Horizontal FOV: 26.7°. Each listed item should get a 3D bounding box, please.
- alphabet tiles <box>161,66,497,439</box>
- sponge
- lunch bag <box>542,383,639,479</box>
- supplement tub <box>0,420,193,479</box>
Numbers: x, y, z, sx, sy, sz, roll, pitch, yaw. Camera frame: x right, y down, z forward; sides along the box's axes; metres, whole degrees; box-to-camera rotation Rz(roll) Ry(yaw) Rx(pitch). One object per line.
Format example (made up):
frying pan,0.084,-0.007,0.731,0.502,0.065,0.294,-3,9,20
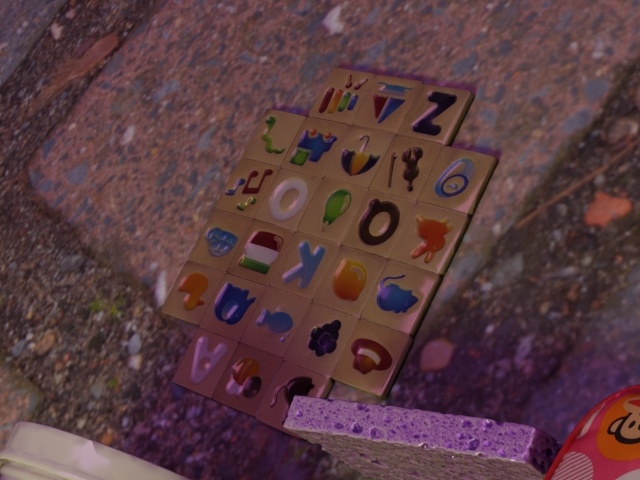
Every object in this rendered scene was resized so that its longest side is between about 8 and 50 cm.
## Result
alphabet tiles,0.000,0.000,1.216,0.285,0.011,0.342,16,74,42
sponge,0.089,0.155,0.977,0.210,0.117,0.031,3,65,39
lunch bag,0.234,0.224,0.775,0.293,0.120,0.258,9,55,52
supplement tub,-0.201,0.326,1.008,0.241,0.241,0.331,6,68,40
